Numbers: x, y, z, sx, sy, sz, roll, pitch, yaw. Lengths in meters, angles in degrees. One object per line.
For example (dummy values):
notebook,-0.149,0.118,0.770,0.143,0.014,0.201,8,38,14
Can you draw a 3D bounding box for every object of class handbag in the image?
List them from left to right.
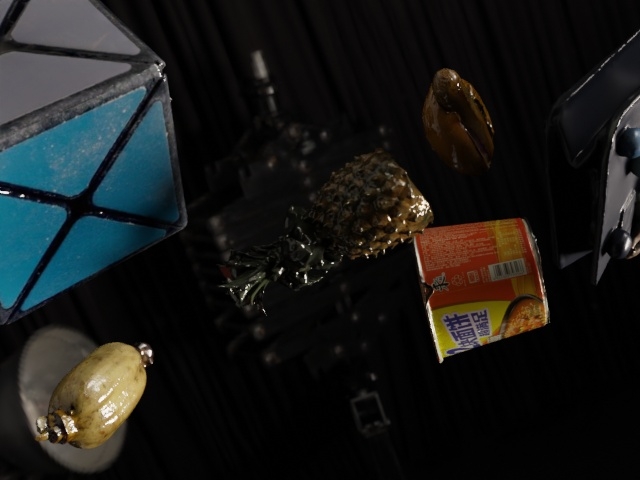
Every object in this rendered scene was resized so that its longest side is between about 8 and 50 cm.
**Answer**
handbag,0.393,-0.110,1.080,0.326,0.269,0.118,-39,-134,-26

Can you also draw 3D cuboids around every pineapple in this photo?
pineapple,0.000,0.000,1.032,0.251,0.125,0.125,-32,-164,7

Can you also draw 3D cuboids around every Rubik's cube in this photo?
Rubik's cube,-0.315,-0.110,0.985,0.260,0.259,0.255,-34,-120,-23

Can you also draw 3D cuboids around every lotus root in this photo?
lotus root,-0.200,0.138,0.811,0.063,0.072,0.152,11,-156,21

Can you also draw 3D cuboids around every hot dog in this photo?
hot dog,0.152,-0.132,0.999,0.060,0.140,0.090,-10,-144,37

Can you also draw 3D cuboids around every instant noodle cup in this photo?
instant noodle cup,0.236,0.062,1.357,0.174,0.213,0.213,-12,-162,8

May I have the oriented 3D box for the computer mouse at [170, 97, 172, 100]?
computer mouse,-0.295,-0.198,1.306,0.245,0.126,0.056,6,-114,59
